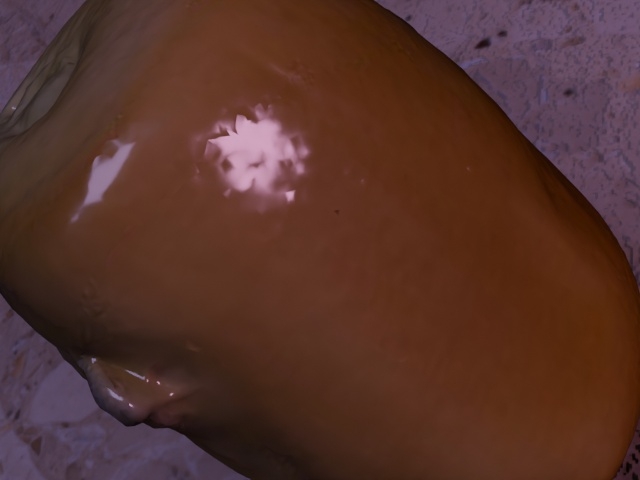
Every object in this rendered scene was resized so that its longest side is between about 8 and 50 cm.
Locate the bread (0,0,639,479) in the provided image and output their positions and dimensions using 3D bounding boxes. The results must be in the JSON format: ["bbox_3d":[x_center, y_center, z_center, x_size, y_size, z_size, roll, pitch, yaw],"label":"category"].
[{"bbox_3d":[0.000,0.000,0.713,0.253,0.376,0.348,-52,21,0],"label":"bread"}]
